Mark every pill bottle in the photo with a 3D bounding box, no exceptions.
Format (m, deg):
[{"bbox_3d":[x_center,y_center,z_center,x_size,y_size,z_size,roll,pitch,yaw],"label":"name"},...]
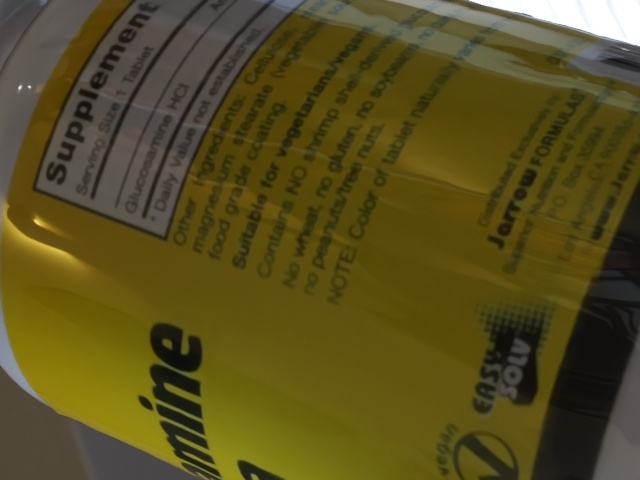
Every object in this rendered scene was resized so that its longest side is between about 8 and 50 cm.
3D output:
[{"bbox_3d":[0.000,0.000,0.489,0.188,0.334,0.188,-41,-39,-45],"label":"pill bottle"}]
